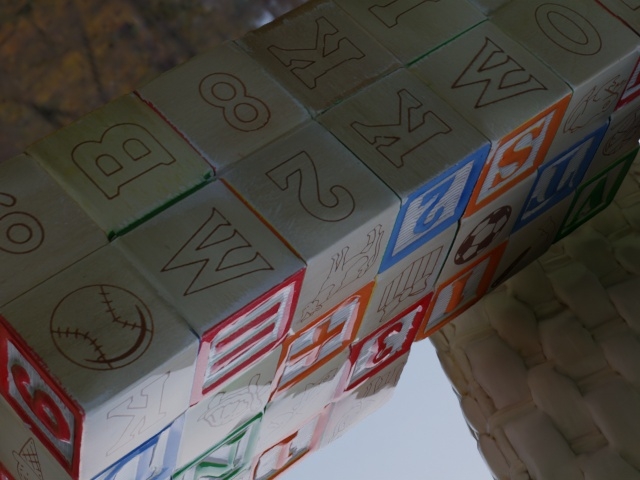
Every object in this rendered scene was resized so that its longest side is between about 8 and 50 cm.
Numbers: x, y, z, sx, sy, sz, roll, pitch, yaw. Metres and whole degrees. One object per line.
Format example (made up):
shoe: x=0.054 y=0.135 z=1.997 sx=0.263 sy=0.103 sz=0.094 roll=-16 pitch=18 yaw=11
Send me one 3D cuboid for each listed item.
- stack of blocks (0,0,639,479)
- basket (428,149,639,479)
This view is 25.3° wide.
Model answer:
stack of blocks: x=0.000 y=0.000 z=0.539 sx=0.297 sy=0.087 sz=0.171 roll=-33 pitch=156 yaw=-30
basket: x=0.246 y=0.102 z=0.604 sx=0.328 sy=0.266 sz=0.331 roll=-25 pitch=-156 yaw=3
